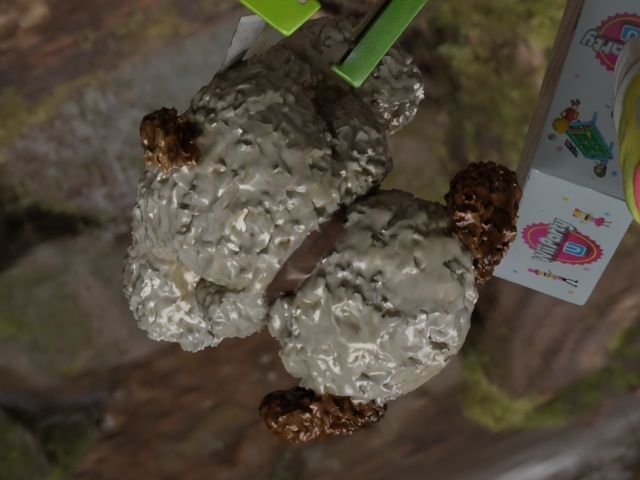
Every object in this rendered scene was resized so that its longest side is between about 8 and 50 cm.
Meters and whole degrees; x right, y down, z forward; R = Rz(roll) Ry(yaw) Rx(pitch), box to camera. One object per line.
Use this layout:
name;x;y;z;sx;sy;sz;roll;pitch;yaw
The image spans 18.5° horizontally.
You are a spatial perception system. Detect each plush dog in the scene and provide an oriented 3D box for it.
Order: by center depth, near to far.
plush dog;0.000;0.000;1.241;0.262;0.225;0.210;-51;169;5

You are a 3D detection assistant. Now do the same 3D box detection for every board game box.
board game box;0.240;-0.129;1.666;0.097;0.303;0.224;19;157;3

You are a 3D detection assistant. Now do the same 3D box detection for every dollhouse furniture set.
dollhouse furniture set;-0.026;-0.137;0.892;0.058;0.151;0.076;-53;-175;4

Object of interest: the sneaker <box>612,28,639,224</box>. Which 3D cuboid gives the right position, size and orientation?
sneaker;0.157;0.027;0.574;0.081;0.208;0.094;-45;-173;30
